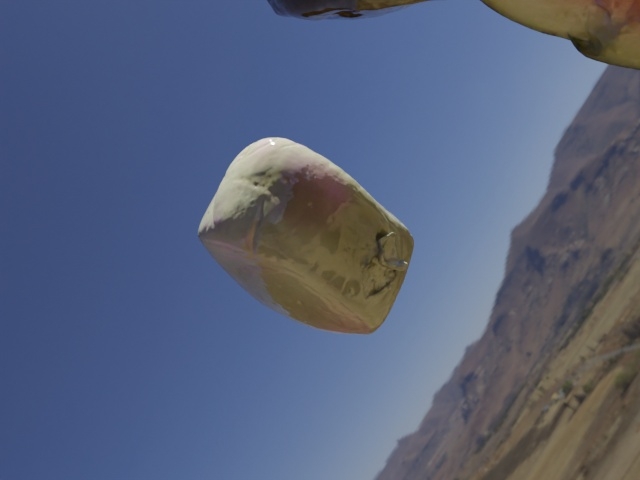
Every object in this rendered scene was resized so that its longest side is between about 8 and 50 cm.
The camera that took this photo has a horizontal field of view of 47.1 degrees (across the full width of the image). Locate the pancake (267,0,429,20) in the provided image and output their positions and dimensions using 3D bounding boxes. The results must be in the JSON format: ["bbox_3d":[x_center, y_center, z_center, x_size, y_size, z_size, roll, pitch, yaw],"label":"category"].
[{"bbox_3d":[0.075,-0.199,0.538,0.242,0.242,0.050,-40,-54,-44],"label":"pancake"}]

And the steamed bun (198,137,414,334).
[{"bbox_3d":[0.000,0.000,0.803,0.153,0.239,0.169,0,58,57],"label":"steamed bun"}]

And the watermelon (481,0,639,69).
[{"bbox_3d":[0.164,-0.140,0.291,0.193,0.145,0.137,-50,25,14],"label":"watermelon"}]
